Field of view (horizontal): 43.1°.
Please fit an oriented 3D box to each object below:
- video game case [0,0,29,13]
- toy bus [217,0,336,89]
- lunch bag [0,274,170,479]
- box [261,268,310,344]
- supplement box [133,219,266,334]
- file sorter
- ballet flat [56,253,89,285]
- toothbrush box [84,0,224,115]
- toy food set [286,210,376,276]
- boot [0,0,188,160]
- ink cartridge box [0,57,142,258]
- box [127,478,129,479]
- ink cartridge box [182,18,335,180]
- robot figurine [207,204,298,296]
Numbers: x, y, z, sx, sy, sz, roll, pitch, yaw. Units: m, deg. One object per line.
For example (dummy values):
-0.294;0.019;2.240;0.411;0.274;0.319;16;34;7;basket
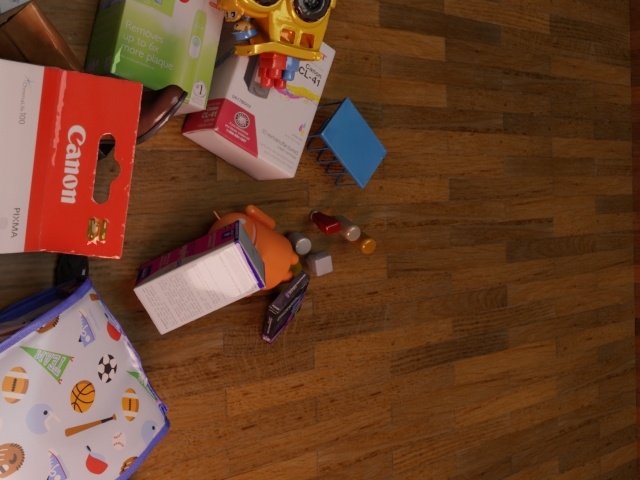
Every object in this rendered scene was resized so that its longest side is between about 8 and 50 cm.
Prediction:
-0.523;-0.475;1.401;0.166;0.015;0.119;-41;116;-33;video game case
-0.099;-0.399;1.541;0.220;0.149;0.212;5;101;-33;toy bus
-0.468;0.284;1.320;0.385;0.238;0.328;-35;111;-28;lunch bag
-0.074;0.143;1.728;0.029;0.162;0.116;35;60;12;box
-0.226;0.069;1.534;0.220;0.111;0.114;-26;112;5;supplement box
0.045;-0.218;1.847;0.170;0.104;0.118;50;60;-31;file sorter
-0.445;0.088;1.468;0.057;0.049;0.173;0;90;3;ballet flat
-0.304;-0.404;1.526;0.206;0.122;0.283;18;78;-40;toothbrush box
0.000;0.000;1.840;0.232;0.104;0.111;-20;119;-21;toy food set
-0.394;-0.288;1.372;0.280;0.264;0.096;56;38;-28;boot
-0.486;-0.127;1.263;0.384;0.091;0.308;7;99;-18;ink cartridge box
-0.440;0.576;1.456;0.295;0.073;0.293;-36;115;-36;box
-0.123;-0.308;1.681;0.226;0.131;0.306;28;74;-38;ink cartridge box
-0.145;0.024;1.667;0.219;0.128;0.158;31;101;-37;robot figurine
